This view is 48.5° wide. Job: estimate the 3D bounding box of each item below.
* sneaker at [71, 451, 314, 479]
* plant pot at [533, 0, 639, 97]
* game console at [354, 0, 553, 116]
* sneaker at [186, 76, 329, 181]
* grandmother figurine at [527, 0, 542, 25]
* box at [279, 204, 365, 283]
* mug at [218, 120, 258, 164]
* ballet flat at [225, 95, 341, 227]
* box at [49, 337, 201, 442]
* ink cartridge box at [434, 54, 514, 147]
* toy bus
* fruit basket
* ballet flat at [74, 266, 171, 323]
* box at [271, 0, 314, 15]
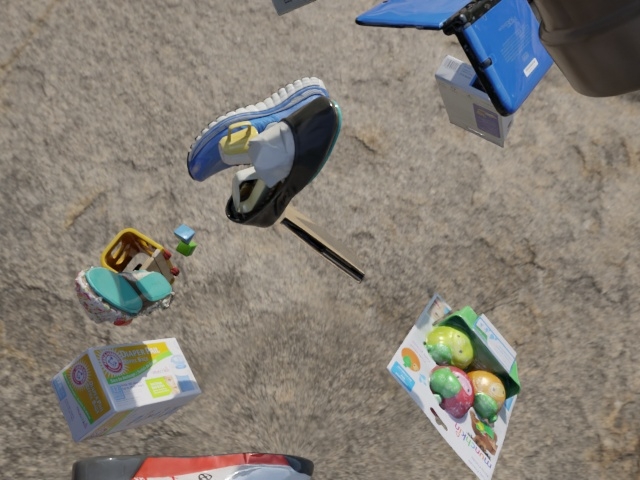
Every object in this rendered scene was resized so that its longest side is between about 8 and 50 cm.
[{"bbox_3d":[-0.125,0.298,0.738,0.270,0.090,0.144,10,66,-33],"label":"sneaker"},{"bbox_3d":[0.259,-0.325,0.572,0.280,0.323,0.323,44,74,-14],"label":"plant pot"},{"bbox_3d":[0.238,-0.336,1.202,0.250,0.173,0.293,58,42,-12],"label":"game console"},{"bbox_3d":[-0.117,-0.199,1.445,0.330,0.130,0.147,-28,81,2],"label":"sneaker"},{"bbox_3d":[0.394,-0.543,1.486,0.208,0.343,0.103,13,87,44],"label":"grandmother figurine"},{"bbox_3d":[0.000,0.000,1.230,0.164,0.201,0.021,36,97,-7],"label":"box"},{"bbox_3d":[-0.139,-0.163,1.201,0.064,0.062,0.078,-15,110,-17],"label":"mug"},{"bbox_3d":[-0.066,-0.098,1.018,0.096,0.280,0.095,-5,61,-31],"label":"ballet flat"},{"bbox_3d":[-0.312,0.237,1.152,0.103,0.203,0.114,-38,71,22],"label":"box"},{"bbox_3d":[0.374,-0.324,1.693,0.165,0.333,0.065,29,89,17],"label":"ink cartridge box"},{"bbox_3d":[-0.339,0.055,1.331,0.104,0.191,0.202,32,115,10],"label":"toy bus"},{"bbox_3d":[0.316,0.308,1.574,0.165,0.353,0.327,-39,91,29],"label":"fruit basket"},{"bbox_3d":[-0.293,0.088,1.029,0.077,0.241,0.091,-37,78,9],"label":"ballet flat"},{"bbox_3d":[0.026,-0.379,0.794,0.233,0.148,0.126,-20,38,10],"label":"box"}]
